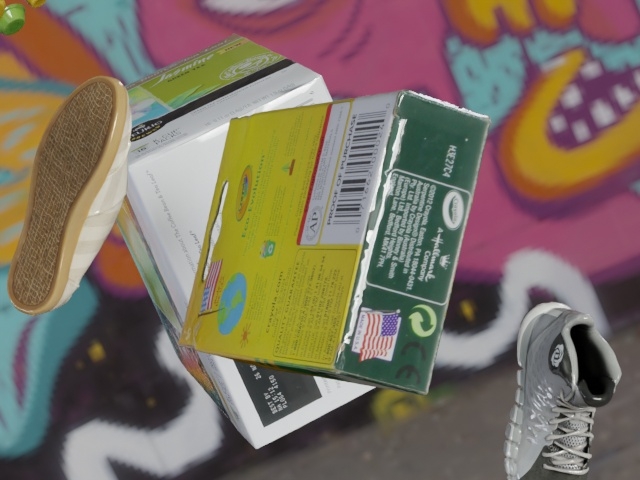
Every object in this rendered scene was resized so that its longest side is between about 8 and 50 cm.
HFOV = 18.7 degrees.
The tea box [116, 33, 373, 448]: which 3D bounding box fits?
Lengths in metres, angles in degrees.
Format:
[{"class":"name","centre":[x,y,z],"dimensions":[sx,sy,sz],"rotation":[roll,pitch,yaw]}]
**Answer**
[{"class":"tea box","centre":[-0.079,-0.011,2.033],"dimensions":[0.220,0.329,0.323],"rotation":[-27,21,-11]}]

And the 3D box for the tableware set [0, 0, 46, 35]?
[{"class":"tableware set","centre":[-0.298,-0.230,1.756],"dimensions":[0.104,0.024,0.154],"rotation":[-44,-20,17]}]

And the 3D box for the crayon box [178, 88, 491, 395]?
[{"class":"crayon box","centre":[0.000,0.000,1.458],"dimensions":[0.081,0.202,0.318],"rotation":[16,-6,-24]}]

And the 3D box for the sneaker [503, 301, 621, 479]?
[{"class":"sneaker","centre":[0.239,0.175,1.880],"dimensions":[0.086,0.228,0.132],"rotation":[-2,0,-18]}]

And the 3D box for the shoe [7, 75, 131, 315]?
[{"class":"shoe","centre":[-0.213,-0.039,1.697],"dimensions":[0.076,0.219,0.058],"rotation":[24,7,29]}]
